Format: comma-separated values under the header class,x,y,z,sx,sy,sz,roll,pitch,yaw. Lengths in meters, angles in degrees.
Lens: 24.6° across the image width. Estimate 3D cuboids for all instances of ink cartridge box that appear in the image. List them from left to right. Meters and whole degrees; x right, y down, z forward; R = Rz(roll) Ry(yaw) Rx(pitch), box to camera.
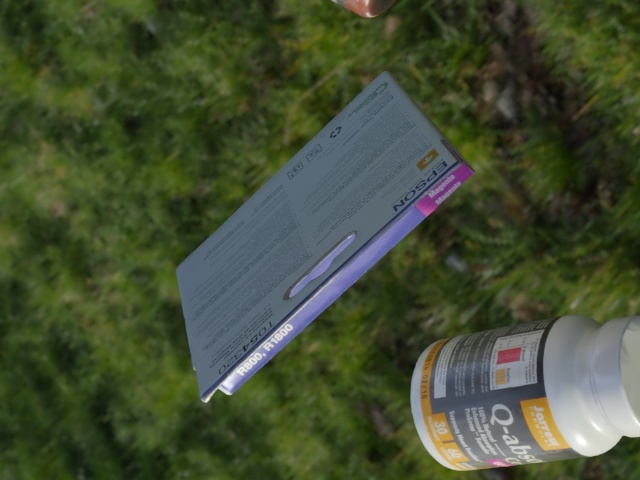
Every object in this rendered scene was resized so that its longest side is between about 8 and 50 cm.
class,x,y,z,sx,sy,sz,roll,pitch,yaw
ink cartridge box,0.000,0.000,1.458,0.071,0.324,0.330,44,-171,-23

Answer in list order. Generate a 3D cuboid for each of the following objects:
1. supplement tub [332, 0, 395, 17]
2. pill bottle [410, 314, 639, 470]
class,x,y,z,sx,sy,sz,roll,pitch,yaw
supplement tub,-0.022,-0.242,1.001,0.198,0.106,0.106,32,147,11
pill bottle,0.254,0.172,1.681,0.278,0.162,0.162,-15,114,40
